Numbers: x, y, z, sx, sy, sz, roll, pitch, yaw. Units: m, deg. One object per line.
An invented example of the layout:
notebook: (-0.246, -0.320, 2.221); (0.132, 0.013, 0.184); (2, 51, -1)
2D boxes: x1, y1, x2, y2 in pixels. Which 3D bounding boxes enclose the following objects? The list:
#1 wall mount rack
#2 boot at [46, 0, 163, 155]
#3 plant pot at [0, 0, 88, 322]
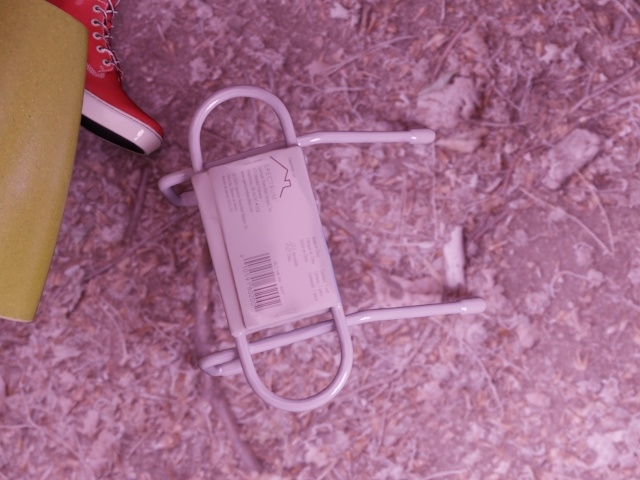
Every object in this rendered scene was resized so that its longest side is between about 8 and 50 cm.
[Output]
wall mount rack: (0.000, 0.000, 1.162); (0.304, 0.130, 0.350); (-15, 75, 3)
boot: (-0.241, -0.218, 1.249); (0.244, 0.088, 0.176); (35, 78, 15)
plant pot: (-0.353, -0.107, 1.104); (0.275, 0.275, 0.293); (24, 86, 9)
